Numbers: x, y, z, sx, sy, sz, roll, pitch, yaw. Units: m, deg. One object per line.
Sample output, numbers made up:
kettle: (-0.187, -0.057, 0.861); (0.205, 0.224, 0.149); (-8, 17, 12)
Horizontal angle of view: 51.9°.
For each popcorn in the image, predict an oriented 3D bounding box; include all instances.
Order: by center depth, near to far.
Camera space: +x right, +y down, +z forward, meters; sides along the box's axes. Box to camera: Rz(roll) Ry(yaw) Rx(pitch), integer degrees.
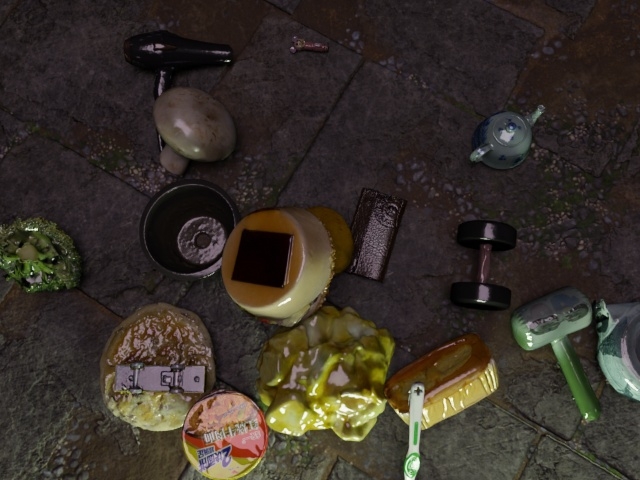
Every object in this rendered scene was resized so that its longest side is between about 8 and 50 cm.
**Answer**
popcorn: (0.006, 0.332, 1.633); (0.334, 0.293, 0.292); (11, 124, -4)

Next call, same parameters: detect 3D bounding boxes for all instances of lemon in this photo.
lemon: (0.000, 0.000, 1.730); (0.170, 0.170, 0.207); (-22, 61, -2)

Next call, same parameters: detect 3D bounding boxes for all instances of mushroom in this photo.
mushroom: (-0.361, -0.289, 1.792); (0.244, 0.243, 0.243); (0, 79, 2)

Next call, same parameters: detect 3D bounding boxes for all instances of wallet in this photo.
wallet: (0.142, -0.016, 1.792); (0.133, 0.039, 0.243); (17, 79, 9)

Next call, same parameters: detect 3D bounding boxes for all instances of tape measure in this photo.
tape measure: (0.833, 0.273, 1.656); (0.256, 0.147, 0.275); (-6, 75, -1)

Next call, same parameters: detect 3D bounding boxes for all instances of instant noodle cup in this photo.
instant noodle cup: (-0.225, 0.476, 1.649); (0.213, 0.174, 0.213); (0, 81, 2)

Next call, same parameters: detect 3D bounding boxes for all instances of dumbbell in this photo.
dumbbell: (0.423, 0.065, 1.707); (0.153, 0.152, 0.218); (7, 80, 4)

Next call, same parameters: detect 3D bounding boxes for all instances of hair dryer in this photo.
hair dryer: (-0.411, -0.418, 1.883); (0.304, 0.120, 0.359); (3, 90, -11)

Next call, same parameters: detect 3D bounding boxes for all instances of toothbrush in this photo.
toothbrush: (0.223, 0.535, 1.606); (0.042, 0.040, 0.418); (0, 103, -8)

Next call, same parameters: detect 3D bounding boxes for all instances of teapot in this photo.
teapot: (0.496, -0.280, 1.771); (0.232, 0.159, 0.159); (-35, 80, -4)

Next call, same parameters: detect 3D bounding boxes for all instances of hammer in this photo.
hammer: (0.633, 0.299, 1.683); (0.206, 0.119, 0.335); (-22, 86, -1)

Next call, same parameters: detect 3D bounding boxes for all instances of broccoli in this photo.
broccoli: (-0.754, 0.044, 1.756); (0.198, 0.176, 0.226); (-46, 66, -1)

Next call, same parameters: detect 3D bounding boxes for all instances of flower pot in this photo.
flower pot: (-0.329, -0.014, 1.751); (0.269, 0.166, 0.269); (-1, 77, 4)

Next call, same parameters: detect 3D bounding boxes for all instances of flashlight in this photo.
flashlight: (-0.031, -0.565, 1.905); (0.110, 0.031, 0.052); (8, 80, 4)

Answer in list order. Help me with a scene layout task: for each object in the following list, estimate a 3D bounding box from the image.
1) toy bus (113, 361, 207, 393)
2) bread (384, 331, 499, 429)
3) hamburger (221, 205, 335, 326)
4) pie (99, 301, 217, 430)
toy bus: (-0.400, 0.345, 1.655); (0.226, 0.074, 0.081); (-1, 81, 1)
bread: (0.306, 0.357, 1.663); (0.288, 0.152, 0.119); (-29, 117, -2)
hamburger: (-0.100, 0.057, 1.593); (0.302, 0.170, 0.302); (-9, 73, 31)
pie: (-0.426, 0.330, 1.734); (0.339, 0.077, 0.339); (-1, 80, 3)
